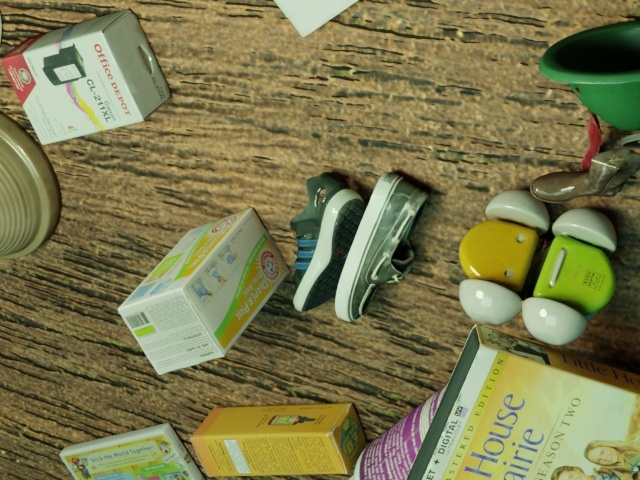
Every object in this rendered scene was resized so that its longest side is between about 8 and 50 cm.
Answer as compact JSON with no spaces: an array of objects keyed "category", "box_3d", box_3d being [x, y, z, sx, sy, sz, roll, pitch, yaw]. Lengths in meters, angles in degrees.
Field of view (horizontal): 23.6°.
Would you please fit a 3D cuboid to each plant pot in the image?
[{"category":"plant pot","box_3d":[-0.485,-0.062,2.102,0.237,0.110,0.237,15,127,21]}]

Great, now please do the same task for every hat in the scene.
[{"category":"hat","box_3d":[0.323,-0.117,1.586,0.173,0.208,0.183,-1,115,21]}]

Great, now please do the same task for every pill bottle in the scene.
[{"category":"pill bottle","box_3d":[0.149,0.298,1.957,0.169,0.169,0.301,44,130,-4]}]

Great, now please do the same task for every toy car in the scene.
[{"category":"toy car","box_3d":[0.251,0.041,1.765,0.182,0.159,0.136,16,161,18]}]

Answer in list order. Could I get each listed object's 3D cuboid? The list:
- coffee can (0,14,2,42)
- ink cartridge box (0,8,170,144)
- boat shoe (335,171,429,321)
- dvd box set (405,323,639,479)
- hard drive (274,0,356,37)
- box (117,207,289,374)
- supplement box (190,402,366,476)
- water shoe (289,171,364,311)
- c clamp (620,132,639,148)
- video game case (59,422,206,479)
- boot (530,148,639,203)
[{"category":"coffee can","box_3d":[-0.559,-0.239,1.915,0.201,0.275,0.201,14,126,20]},{"category":"ink cartridge box","box_3d":[-0.295,-0.204,1.928,0.175,0.072,0.127,-10,114,33]},{"category":"boat shoe","box_3d":[0.075,0.021,1.873,0.070,0.078,0.219,27,128,12]},{"category":"dvd box set","box_3d":[0.318,0.295,1.784,0.420,0.062,0.308,18,111,-10]},{"category":"hard drive","box_3d":[-0.039,-0.397,1.685,0.203,0.040,0.307,-29,104,38]},{"category":"box","box_3d":[-0.143,0.061,1.935,0.114,0.203,0.103,-18,111,34]},{"category":"supplement box","box_3d":[-0.058,0.276,2.113,0.233,0.078,0.080,-8,116,33]},{"category":"water shoe","box_3d":[0.000,0.000,1.920,0.080,0.073,0.203,48,136,29]},{"category":"c clamp","box_3d":[0.397,-0.109,1.587,0.137,0.160,0.022,-7,85,54]},{"category":"video game case","box_3d":[-0.263,0.381,2.328,0.227,0.026,0.206,-17,111,36]},{"category":"boot","box_3d":[0.288,-0.072,1.668,0.106,0.114,0.037,-5,78,-2]}]
